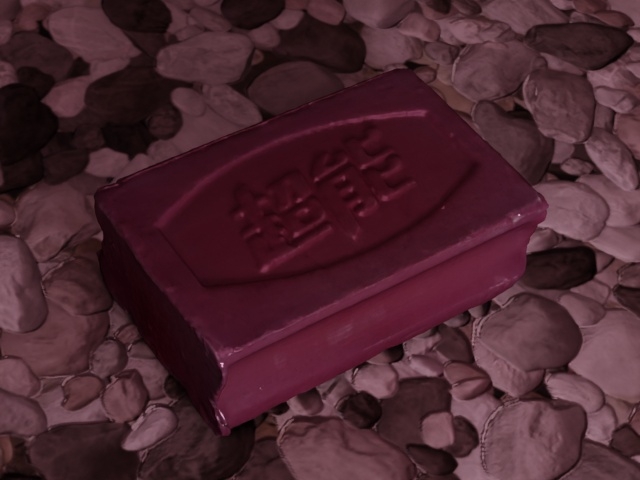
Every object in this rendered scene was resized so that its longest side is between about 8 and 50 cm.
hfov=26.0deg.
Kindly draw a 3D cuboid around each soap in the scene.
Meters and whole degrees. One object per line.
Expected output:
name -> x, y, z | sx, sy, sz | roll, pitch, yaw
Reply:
soap -> 0.000, 0.000, 1.276 | 0.359, 0.128, 0.233 | -25, 55, -25
